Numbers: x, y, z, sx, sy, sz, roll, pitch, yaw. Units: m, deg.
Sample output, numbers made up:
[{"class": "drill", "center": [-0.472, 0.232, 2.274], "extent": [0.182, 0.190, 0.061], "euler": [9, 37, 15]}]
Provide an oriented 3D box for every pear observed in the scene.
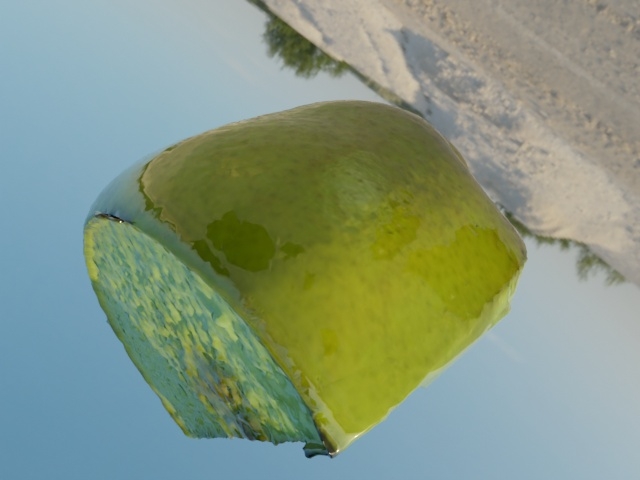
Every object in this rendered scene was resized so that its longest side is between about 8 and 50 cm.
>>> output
[{"class": "pear", "center": [0.000, 0.000, 0.594], "extent": [0.239, 0.318, 0.342], "euler": [59, 152, -2]}]
